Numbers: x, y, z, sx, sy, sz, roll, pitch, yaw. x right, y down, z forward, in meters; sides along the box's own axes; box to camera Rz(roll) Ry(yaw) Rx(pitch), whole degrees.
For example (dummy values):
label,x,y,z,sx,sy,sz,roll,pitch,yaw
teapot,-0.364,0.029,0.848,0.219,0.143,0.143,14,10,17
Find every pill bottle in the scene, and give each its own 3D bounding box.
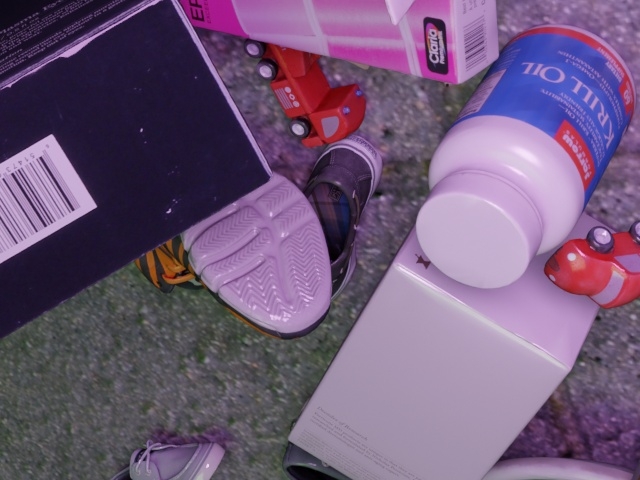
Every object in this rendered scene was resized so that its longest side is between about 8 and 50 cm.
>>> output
label,x,y,z,sx,sy,sz,roll,pitch,yaw
pill bottle,0.159,-0.064,1.253,0.124,0.221,0.124,17,135,18

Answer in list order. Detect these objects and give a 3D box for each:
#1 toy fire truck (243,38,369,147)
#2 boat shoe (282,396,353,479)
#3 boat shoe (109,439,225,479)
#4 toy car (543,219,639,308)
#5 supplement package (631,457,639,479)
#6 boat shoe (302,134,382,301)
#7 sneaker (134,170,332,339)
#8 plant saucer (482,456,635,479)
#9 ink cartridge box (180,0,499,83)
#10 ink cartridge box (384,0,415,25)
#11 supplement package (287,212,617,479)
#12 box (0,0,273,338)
label,x,y,z,sx,sy,sz,roll,pitch,yaw
toy fire truck,0.004,-0.174,1.381,0.135,0.047,0.192,-9,122,38
boat shoe,0.074,0.309,1.735,0.116,0.099,0.319,-25,112,42
boat shoe,-0.194,0.281,1.893,0.081,0.079,0.227,39,141,-11
toy car,0.322,0.001,1.274,0.225,0.053,0.239,-35,150,25
supplement package,0.383,0.205,1.327,0.198,0.263,0.199,32,137,3
boat shoe,0.000,0.000,1.519,0.080,0.076,0.228,30,137,5
sneaker,-0.092,0.006,1.519,0.321,0.124,0.180,50,157,33
plant saucer,0.298,0.344,1.625,0.400,0.100,0.400,16,134,18
ink cartridge box,-0.030,-0.245,1.262,0.371,0.069,0.176,19,129,37
ink cartridge box,0.046,-0.324,1.033,0.066,0.296,0.261,3,129,31
supplement package,0.121,0.094,1.454,0.175,0.177,0.293,31,138,3
box,-0.254,-0.081,1.314,0.343,0.312,0.179,-30,115,-3
